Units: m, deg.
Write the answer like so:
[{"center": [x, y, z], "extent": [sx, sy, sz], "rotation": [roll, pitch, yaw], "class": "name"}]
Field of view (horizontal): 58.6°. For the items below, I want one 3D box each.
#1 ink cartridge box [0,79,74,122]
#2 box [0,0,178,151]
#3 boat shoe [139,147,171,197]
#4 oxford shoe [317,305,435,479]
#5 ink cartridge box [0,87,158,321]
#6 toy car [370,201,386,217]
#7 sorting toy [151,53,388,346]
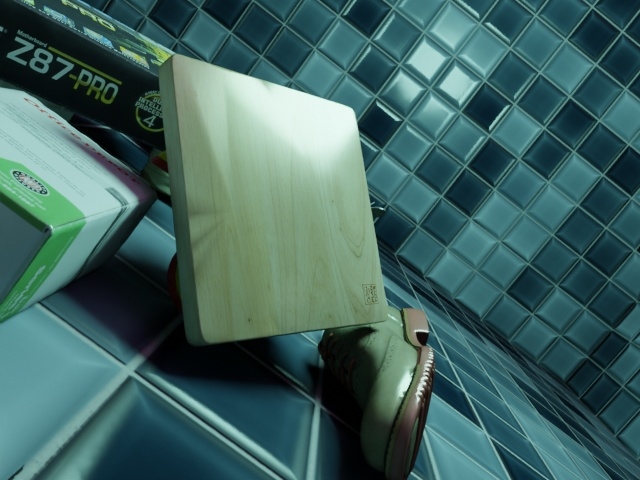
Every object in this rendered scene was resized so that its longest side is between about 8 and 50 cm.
[{"center": [-0.404, -0.205, 0.747], "extent": [0.135, 0.056, 0.099], "rotation": [38, 10, 7], "class": "ink cartridge box"}, {"center": [-0.310, -0.249, 0.772], "extent": [0.394, 0.097, 0.318], "rotation": [23, 16, -35], "class": "box"}, {"center": [-0.131, -0.077, 0.923], "extent": [0.302, 0.098, 0.109], "rotation": [26, 4, -21], "class": "boat shoe"}, {"center": [0.055, 0.155, 0.650], "extent": [0.130, 0.123, 0.348], "rotation": [12, 7, 5], "class": "oxford shoe"}, {"center": [-0.236, -0.039, 0.424], "extent": [0.160, 0.093, 0.219], "rotation": [38, 7, -5], "class": "ink cartridge box"}, {"center": [0.000, 0.000, 0.775], "extent": [0.149, 0.188, 0.155], "rotation": [66, 13, 8], "class": "toy car"}, {"center": [-0.058, -0.028, 0.600], "extent": [0.255, 0.089, 0.257], "rotation": [2, 76, -47], "class": "sorting toy"}]
